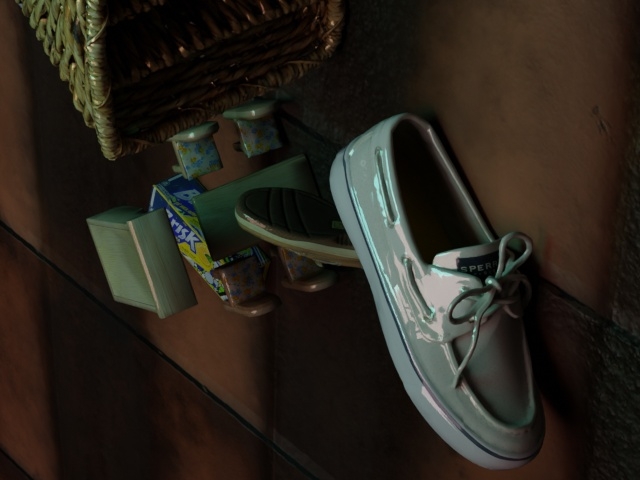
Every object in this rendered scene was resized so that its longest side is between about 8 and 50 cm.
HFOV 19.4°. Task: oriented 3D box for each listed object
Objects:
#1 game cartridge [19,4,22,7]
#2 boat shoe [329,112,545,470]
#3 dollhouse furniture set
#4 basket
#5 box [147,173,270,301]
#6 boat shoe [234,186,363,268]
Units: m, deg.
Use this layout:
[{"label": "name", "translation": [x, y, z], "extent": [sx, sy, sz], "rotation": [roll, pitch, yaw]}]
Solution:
[{"label": "game cartridge", "translation": [-0.369, -0.398, 2.292], "extent": [0.294, 0.060, 0.196], "rotation": [49, 148, 21]}, {"label": "boat shoe", "translation": [0.143, 0.039, 1.819], "extent": [0.156, 0.136, 0.367], "rotation": [-39, 70, 54]}, {"label": "dollhouse furniture set", "translation": [-0.103, -0.017, 1.999], "extent": [0.161, 0.242, 0.212], "rotation": [9, 119, 67]}, {"label": "basket", "translation": [-0.115, -0.254, 1.800], "extent": [0.223, 0.299, 0.213], "rotation": [60, 153, 9]}, {"label": "box", "translation": [-0.135, -0.004, 2.233], "extent": [0.169, 0.054, 0.059], "rotation": [46, 144, 24]}, {"label": "boat shoe", "translation": [0.000, 0.000, 1.956], "extent": [0.190, 0.068, 0.072], "rotation": [15, 142, -1]}]
